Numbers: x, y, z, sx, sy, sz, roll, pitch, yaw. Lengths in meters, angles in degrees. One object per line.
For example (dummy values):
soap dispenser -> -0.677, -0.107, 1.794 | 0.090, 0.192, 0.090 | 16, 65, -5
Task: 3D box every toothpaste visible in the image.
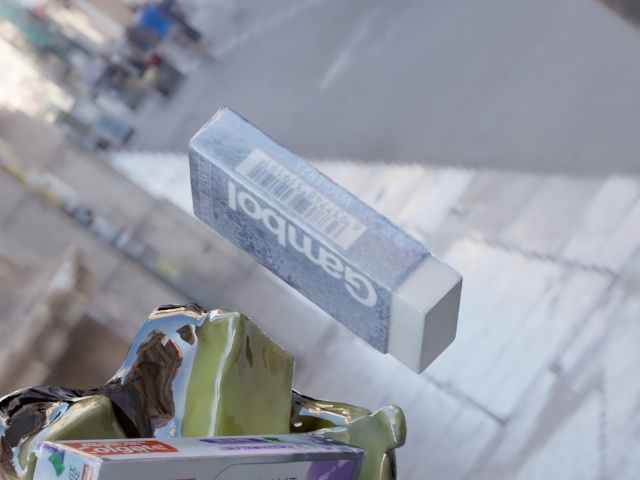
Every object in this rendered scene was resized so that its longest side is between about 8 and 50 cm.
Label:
toothpaste -> -0.052, 0.113, 0.899 | 0.196, 0.040, 0.047 | 6, -84, -54

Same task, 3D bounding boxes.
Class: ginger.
ginger -> -0.003, 0.233, 1.042 | 0.211, 0.413, 0.358 | 5, 30, 34

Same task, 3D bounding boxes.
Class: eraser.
eraser -> 0.000, 0.000, 1.363 | 0.046, 0.212, 0.092 | -44, -23, -24
